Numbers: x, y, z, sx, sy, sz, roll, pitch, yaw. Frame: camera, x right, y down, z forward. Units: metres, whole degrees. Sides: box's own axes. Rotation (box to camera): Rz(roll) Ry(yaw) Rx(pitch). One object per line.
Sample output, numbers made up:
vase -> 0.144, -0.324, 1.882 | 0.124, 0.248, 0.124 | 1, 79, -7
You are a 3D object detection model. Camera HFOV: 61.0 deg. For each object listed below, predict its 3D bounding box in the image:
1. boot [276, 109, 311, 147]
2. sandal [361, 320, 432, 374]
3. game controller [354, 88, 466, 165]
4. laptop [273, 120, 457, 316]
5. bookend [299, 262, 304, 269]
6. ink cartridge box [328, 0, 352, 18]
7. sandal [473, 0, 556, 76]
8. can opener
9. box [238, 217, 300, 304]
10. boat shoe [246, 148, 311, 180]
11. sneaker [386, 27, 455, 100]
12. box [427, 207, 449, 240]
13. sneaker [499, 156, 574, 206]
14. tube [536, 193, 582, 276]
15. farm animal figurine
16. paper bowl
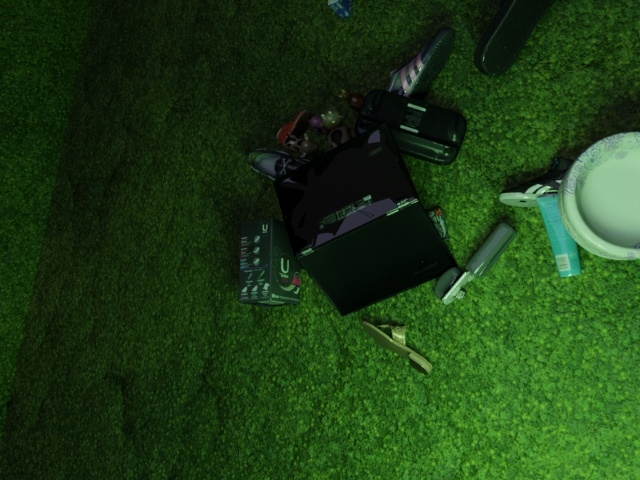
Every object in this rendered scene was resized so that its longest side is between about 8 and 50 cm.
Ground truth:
boot -> -0.099, -0.410, 1.948 | 0.158, 0.059, 0.084 | -54, 51, 13
sandal -> 0.234, 0.285, 1.565 | 0.240, 0.088, 0.079 | 34, 67, 28
game controller -> 0.267, -0.339, 1.614 | 0.319, 0.067, 0.166 | 20, 79, 7
laptop -> 0.122, -0.050, 1.575 | 0.382, 0.236, 0.407 | -26, 66, 17
bookend -> 0.000, 0.000, 1.774 | 0.156, 0.072, 0.157 | -25, 66, 26
ink cartridge box -> 0.072, -0.905, 1.923 | 0.046, 0.097, 0.207 | -6, 76, 33
sandal -> 0.561, -0.676, 1.511 | 0.445, 0.168, 0.107 | -55, 39, 10
can opener -> 0.415, 0.062, 1.479 | 0.280, 0.074, 0.093 | -50, 59, 13
box -> -0.167, 0.078, 1.810 | 0.143, 0.165, 0.270 | -9, 74, 32
boat shoe -> -0.135, -0.254, 1.912 | 0.303, 0.091, 0.114 | 14, 87, 35
sneaker -> 0.286, -0.527, 1.682 | 0.131, 0.112, 0.319 | 40, 100, 31
box -> 0.305, -0.029, 1.604 | 0.137, 0.027, 0.094 | -21, 67, 29
sneaker -> 0.584, -0.156, 1.424 | 0.217, 0.079, 0.121 | 0, 76, 25
tube -> 0.602, -0.014, 1.356 | 0.080, 0.052, 0.207 | -12, 87, 21
farm animal figurine -> 0.043, -0.332, 1.759 | 0.330, 0.172, 0.326 | -37, 62, 21
paper bowl -> 0.700, -0.095, 1.252 | 0.284, 0.148, 0.284 | -2, 82, 12
